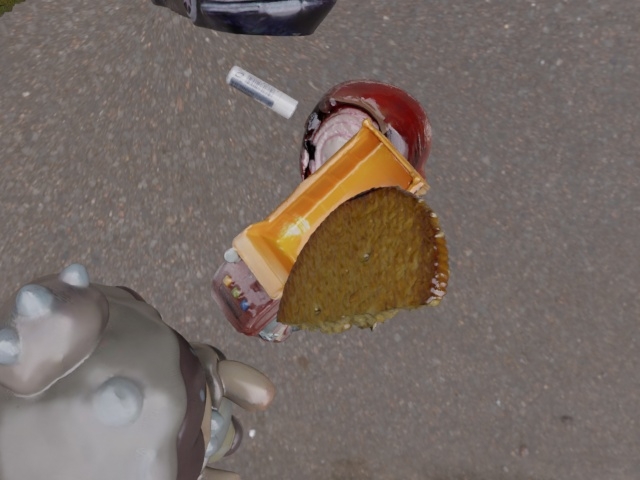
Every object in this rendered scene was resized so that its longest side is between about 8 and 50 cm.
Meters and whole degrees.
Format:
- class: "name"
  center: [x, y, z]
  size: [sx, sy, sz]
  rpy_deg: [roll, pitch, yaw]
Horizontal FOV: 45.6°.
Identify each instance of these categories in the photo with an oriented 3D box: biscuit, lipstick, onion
- class: "biscuit"
  center: [0.037, 0.016, 0.639]
  size: [0.025, 0.206, 0.126]
  rpy_deg: [24, 67, -32]
- class: "lipstick"
  center: [-0.110, -0.280, 1.434]
  size: [0.141, 0.040, 0.040]
  rpy_deg: [29, 101, -6]
- class: "onion"
  center: [0.105, -0.210, 1.783]
  size: [0.340, 0.341, 0.342]
  rpy_deg: [-3, 109, -10]

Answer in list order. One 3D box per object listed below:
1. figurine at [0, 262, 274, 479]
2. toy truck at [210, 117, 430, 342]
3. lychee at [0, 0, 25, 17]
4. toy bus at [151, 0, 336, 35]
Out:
- class: "figurine"
  center: [-0.164, 0.149, 0.644]
  size: [0.203, 0.380, 0.249]
  rpy_deg: [12, 87, 16]
- class: "toy truck"
  center: [0.000, 0.000, 0.872]
  size: [0.270, 0.114, 0.135]
  rpy_deg: [-43, 156, 11]
- class: "lychee"
  center: [-0.488, -0.420, 1.001]
  size: [0.319, 0.270, 0.270]
  rpy_deg: [-29, 111, 6]
- class: "toy bus"
  center: [-0.091, -0.283, 0.723]
  size: [0.127, 0.302, 0.147]
  rpy_deg: [-10, 114, -19]
